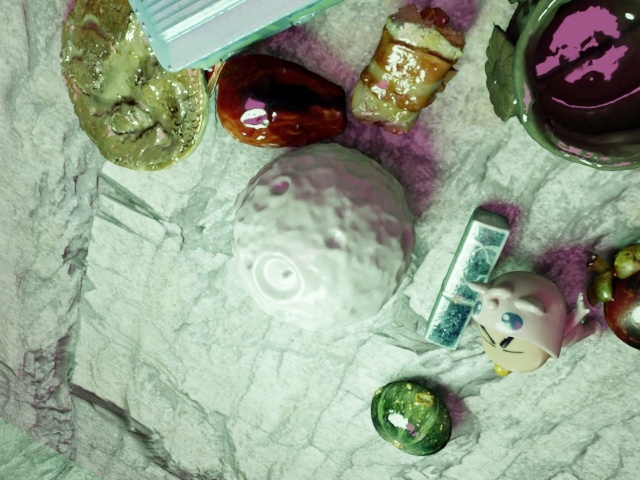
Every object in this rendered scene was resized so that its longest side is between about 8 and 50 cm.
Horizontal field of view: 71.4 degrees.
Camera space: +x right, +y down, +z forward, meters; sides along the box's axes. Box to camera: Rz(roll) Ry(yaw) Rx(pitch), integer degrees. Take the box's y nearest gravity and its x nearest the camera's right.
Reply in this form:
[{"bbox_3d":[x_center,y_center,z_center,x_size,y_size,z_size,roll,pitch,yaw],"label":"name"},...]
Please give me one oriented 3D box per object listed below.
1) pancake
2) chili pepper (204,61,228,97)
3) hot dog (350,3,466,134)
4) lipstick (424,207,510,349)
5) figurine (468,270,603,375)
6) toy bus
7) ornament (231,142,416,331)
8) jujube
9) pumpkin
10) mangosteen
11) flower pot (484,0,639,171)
[{"bbox_3d":[-0.381,-0.322,0.906,0.386,0.082,0.387,13,123,21],"label":"pancake"},{"bbox_3d":[-0.181,-0.371,0.836,0.059,0.051,0.268,18,127,-20],"label":"chili pepper"},{"bbox_3d":[0.139,-0.279,0.739,0.146,0.103,0.213,23,133,-17],"label":"hot dog"},{"bbox_3d":[0.284,0.079,0.875,0.077,0.076,0.290,20,118,12],"label":"lipstick"},{"bbox_3d":[0.389,0.168,0.807,0.287,0.186,0.176,28,170,-40],"label":"figurine"},{"bbox_3d":[-0.109,-0.388,0.679,0.312,0.190,0.152,-19,107,16],"label":"toy bus"},{"bbox_3d":[0.000,0.000,0.803,0.336,0.337,0.338,8,118,16],"label":"ornament"},{"bbox_3d":[-0.067,-0.245,0.796,0.236,0.168,0.168,4,118,-3],"label":"jujube"},{"bbox_3d":[0.208,0.408,1.028,0.190,0.146,0.190,13,149,8],"label":"pumpkin"},{"bbox_3d":[0.544,0.090,0.743,0.199,0.200,0.200,8,118,16],"label":"mangosteen"},{"bbox_3d":[0.373,-0.257,0.592,0.301,0.213,0.302,8,118,15],"label":"flower pot"}]
